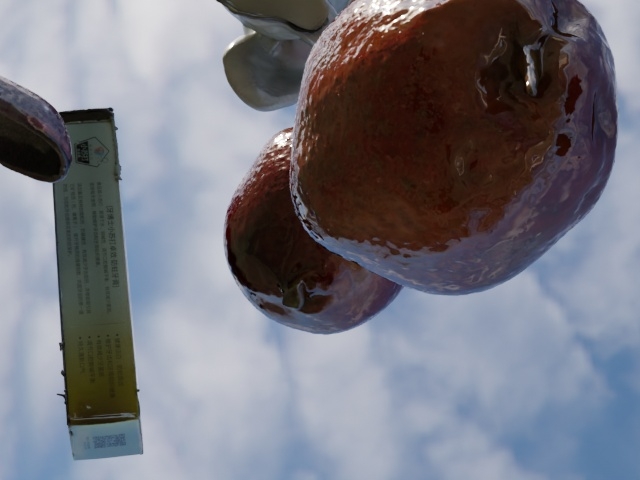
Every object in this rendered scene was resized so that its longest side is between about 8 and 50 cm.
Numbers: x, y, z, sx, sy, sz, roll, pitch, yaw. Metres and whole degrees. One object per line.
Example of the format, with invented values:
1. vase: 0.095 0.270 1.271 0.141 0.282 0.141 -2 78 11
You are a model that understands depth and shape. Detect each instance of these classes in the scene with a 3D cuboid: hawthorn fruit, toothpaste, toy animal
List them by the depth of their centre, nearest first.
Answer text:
1. hawthorn fruit: 0.096 -0.076 1.176 0.262 0.211 0.210 155 -74 -65
2. hawthorn fruit: 0.000 0.000 1.488 0.169 0.169 0.188 -47 -162 41
3. toothpaste: -0.201 0.034 1.657 0.089 0.071 0.312 94 -11 -61
4. toy animal: -0.027 -0.238 1.888 0.174 0.289 0.249 -1 -129 19

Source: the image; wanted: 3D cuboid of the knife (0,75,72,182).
1. knife: -0.241 -0.086 0.828 0.123 0.278 0.053 112 -11 -54
